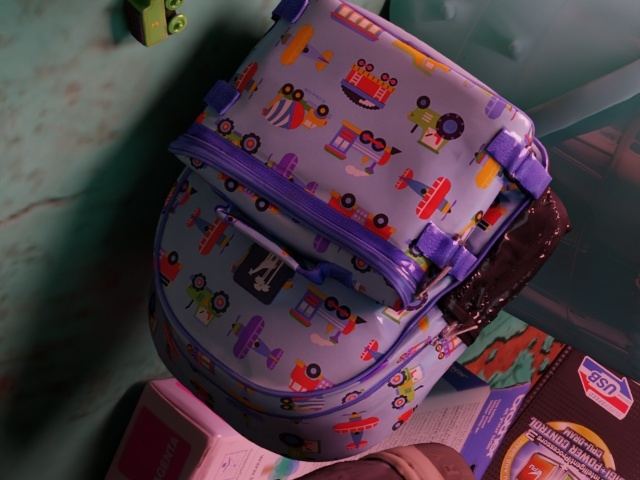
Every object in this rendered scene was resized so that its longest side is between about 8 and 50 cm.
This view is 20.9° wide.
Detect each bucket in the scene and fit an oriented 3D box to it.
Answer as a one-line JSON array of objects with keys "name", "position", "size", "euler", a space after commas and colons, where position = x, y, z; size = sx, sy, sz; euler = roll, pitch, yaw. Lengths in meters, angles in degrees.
[{"name": "bucket", "position": [0.168, -0.068, 0.900], "size": [0.281, 0.183, 0.281], "euler": [-37, 145, -31]}]

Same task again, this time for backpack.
[{"name": "backpack", "position": [0.000, 0.000, 0.747], "size": [0.173, 0.158, 0.117], "euler": [-49, 160, -5]}]

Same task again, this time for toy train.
[{"name": "toy train", "position": [-0.068, -0.111, 0.676], "size": [0.024, 0.017, 0.083], "euler": [-29, 143, -22]}]

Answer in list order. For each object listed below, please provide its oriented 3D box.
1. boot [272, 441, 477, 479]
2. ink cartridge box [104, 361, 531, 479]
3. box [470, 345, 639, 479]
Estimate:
[{"name": "boot", "position": [-0.117, 0.228, 0.745], "size": [0.284, 0.138, 0.377], "euler": [4, 136, -34]}, {"name": "ink cartridge box", "position": [-0.013, 0.153, 0.977], "size": [0.311, 0.065, 0.185], "euler": [-1, 121, -53]}, {"name": "box", "position": [0.266, 0.171, 1.198], "size": [0.216, 0.270, 0.060], "euler": [-49, 151, -11]}]
